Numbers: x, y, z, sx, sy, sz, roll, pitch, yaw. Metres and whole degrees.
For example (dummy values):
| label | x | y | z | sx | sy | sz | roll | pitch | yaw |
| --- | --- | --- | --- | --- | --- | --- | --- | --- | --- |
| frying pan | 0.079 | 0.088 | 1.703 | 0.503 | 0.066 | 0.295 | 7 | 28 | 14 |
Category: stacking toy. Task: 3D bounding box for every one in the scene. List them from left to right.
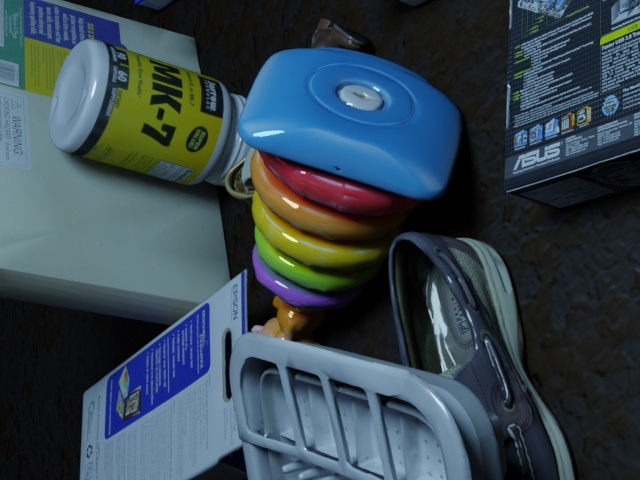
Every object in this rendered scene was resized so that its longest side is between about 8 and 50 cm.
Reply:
| label | x | y | z | sx | sy | sz | roll | pitch | yaw |
| --- | --- | --- | --- | --- | --- | --- | --- | --- | --- |
| stacking toy | 0.000 | 0.000 | 1.067 | 0.166 | 0.175 | 0.302 | -71 | -2 | -55 |

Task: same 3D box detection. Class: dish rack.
| label | x | y | z | sx | sy | sz | roll | pitch | yaw |
| --- | --- | --- | --- | --- | --- | --- | --- | --- | --- |
| dish rack | 0.050 | 0.228 | 0.858 | 0.285 | 0.072 | 0.333 | 6 | 106 | 57 |

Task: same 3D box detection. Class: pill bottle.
| label | x | y | z | sx | sy | sz | roll | pitch | yaw |
| --- | --- | --- | --- | --- | --- | --- | --- | --- | --- |
| pill bottle | -0.167 | -0.126 | 1.290 | 0.119 | 0.208 | 0.119 | -28 | 55 | 50 |

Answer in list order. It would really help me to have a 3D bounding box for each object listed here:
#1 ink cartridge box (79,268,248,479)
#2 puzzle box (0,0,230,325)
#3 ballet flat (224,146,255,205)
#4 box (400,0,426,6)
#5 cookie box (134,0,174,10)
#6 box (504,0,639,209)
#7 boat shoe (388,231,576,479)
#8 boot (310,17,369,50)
| label | x | y | z | sx | sy | sz | roll | pitch | yaw |
| --- | --- | --- | --- | --- | --- | --- | --- | --- | --- |
| ink cartridge box | -0.148 | 0.183 | 1.270 | 0.371 | 0.069 | 0.176 | -39 | 46 | 48 |
| puzzle box | -0.246 | -0.100 | 1.348 | 0.052 | 0.272 | 0.409 | -50 | 39 | 41 |
| ballet flat | -0.012 | -0.090 | 1.164 | 0.232 | 0.073 | 0.080 | -38 | 48 | 43 |
| box | 0.080 | -0.361 | 1.101 | 0.094 | 0.113 | 0.275 | -18 | 64 | 52 |
| cookie box | -0.194 | -0.356 | 1.583 | 0.107 | 0.040 | 0.092 | -15 | 66 | 54 |
| box | 0.237 | -0.155 | 0.821 | 0.270 | 0.060 | 0.216 | -19 | 61 | 53 |
| boat shoe | 0.104 | 0.117 | 0.884 | 0.103 | 0.092 | 0.285 | -40 | 47 | 40 |
| boot | 0.002 | -0.155 | 1.203 | 0.114 | 0.037 | 0.106 | -66 | 20 | 9 |
